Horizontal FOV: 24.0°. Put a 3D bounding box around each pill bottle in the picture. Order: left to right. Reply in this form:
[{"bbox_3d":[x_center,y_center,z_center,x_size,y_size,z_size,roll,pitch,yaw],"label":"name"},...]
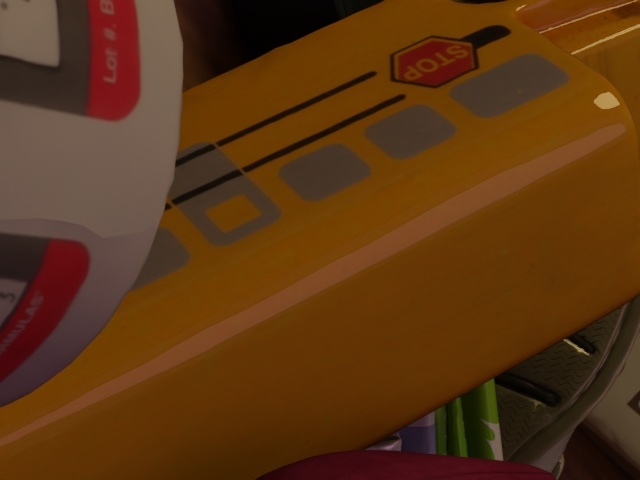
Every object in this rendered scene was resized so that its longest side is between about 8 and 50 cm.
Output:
[{"bbox_3d":[-0.190,-0.046,0.306,0.318,0.176,0.176,7,97,-56],"label":"pill bottle"}]

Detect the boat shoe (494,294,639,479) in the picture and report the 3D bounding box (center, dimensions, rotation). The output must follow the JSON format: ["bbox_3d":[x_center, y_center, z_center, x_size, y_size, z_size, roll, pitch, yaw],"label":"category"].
[{"bbox_3d":[0.064,0.088,0.721,0.302,0.113,0.103,-61,172,0],"label":"boat shoe"}]

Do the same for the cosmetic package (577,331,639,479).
[{"bbox_3d":[0.367,0.005,0.886,0.453,0.161,0.230,-47,136,-1],"label":"cosmetic package"}]

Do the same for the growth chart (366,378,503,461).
[{"bbox_3d":[-0.025,0.126,0.618,0.237,0.021,0.172,-19,111,-12],"label":"growth chart"}]

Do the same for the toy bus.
[{"bbox_3d":[0.000,0.000,0.549,0.332,0.130,0.108,-26,129,-17],"label":"toy bus"}]

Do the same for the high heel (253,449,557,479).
[{"bbox_3d":[-0.021,0.224,0.558,0.181,0.127,0.377,-12,141,-20],"label":"high heel"}]

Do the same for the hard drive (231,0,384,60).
[{"bbox_3d":[0.026,-0.163,0.624,0.172,0.054,0.255,-41,131,-32],"label":"hard drive"}]
